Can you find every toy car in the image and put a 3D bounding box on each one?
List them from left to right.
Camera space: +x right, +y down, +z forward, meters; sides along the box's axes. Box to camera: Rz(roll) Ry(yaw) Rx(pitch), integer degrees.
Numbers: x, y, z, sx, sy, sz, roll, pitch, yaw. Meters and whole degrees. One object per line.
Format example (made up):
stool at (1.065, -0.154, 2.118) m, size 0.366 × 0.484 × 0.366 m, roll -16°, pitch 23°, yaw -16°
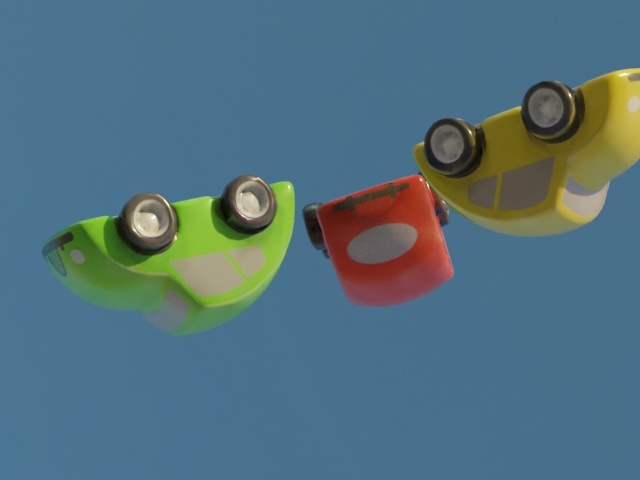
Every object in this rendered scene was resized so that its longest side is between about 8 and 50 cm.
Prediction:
toy car at (0.000, 0.000, 0.792) m, size 0.239 × 0.225 × 0.053 m, roll -30°, pitch -106°, yaw 61°
